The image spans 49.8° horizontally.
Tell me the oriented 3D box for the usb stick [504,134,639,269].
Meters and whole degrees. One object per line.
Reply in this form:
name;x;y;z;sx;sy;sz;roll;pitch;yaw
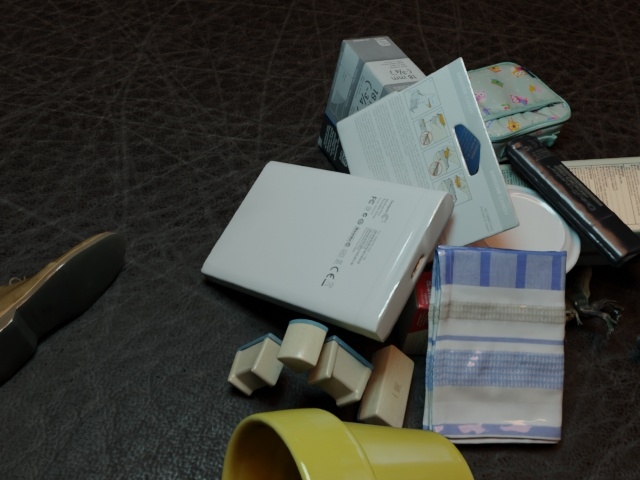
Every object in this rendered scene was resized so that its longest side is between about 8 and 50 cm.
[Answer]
usb stick;0.404;-0.066;1.106;0.077;0.045;0.278;-19;58;-30

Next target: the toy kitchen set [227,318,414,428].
toy kitchen set;0.001;0.193;1.010;0.207;0.166;0.122;41;44;-20

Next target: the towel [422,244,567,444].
towel;0.253;0.151;0.986;0.209;0.034;0.285;3;89;-7

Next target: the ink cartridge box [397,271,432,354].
ink cartridge box;0.218;0.117;1.068;0.175;0.127;0.072;3;47;-5

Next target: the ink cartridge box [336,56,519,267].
ink cartridge box;0.165;-0.105;1.068;0.060;0.238;0.275;3;68;-56

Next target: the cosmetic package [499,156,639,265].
cosmetic package;0.448;-0.045;1.195;0.296;0.129;0.153;-2;61;10

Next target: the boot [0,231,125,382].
boot;-0.426;0.075;1.032;0.115;0.112;0.305;22;48;27

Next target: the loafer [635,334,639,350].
loafer;0.583;0.153;1.144;0.170;0.062;0.061;-3;38;-25

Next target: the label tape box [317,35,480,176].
label tape box;0.132;-0.182;1.258;0.105;0.241;0.334;-12;49;-27

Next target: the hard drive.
hard drive;0.000;0.000;1.056;0.353;0.047;0.233;15;66;38

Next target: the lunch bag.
lunch bag;0.389;-0.274;1.483;0.279;0.108;0.224;-20;52;-25

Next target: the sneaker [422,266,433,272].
sneaker;0.095;0.004;1.201;0.235;0.090;0.095;14;33;-1

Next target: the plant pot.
plant pot;0.040;0.313;0.789;0.239;0.254;0.254;0;45;-30

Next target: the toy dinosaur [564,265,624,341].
toy dinosaur;0.444;0.110;1.160;0.118;0.064;0.268;26;45;25

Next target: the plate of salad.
plate of salad;0.310;-0.009;1.096;0.199;0.048;0.200;3;52;-4
